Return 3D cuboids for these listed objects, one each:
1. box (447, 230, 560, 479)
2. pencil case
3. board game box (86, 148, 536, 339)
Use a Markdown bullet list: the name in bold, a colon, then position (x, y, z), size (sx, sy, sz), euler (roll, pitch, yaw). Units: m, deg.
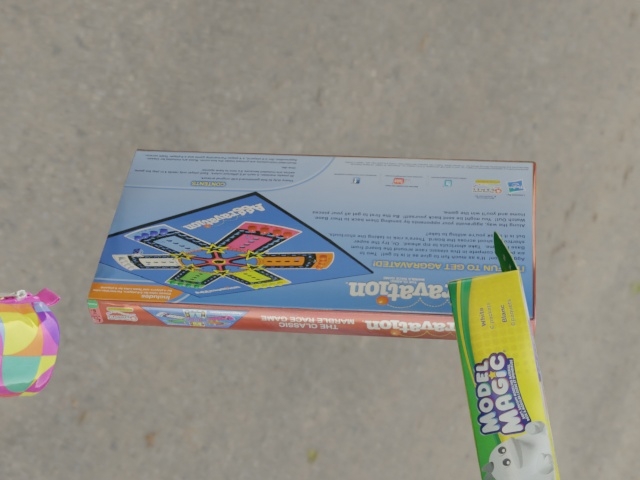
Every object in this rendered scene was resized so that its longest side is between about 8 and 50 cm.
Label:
- **box**: position (0.100, 0.093, 0.660), size (0.105, 0.043, 0.179), euler (58, 25, -69)
- **pencil case**: position (-0.342, 0.085, 1.097), size (0.236, 0.104, 0.104), euler (5, 99, -50)
- **board game box**: position (0.000, 0.000, 0.827), size (0.027, 0.281, 0.145), euler (85, 11, -45)
